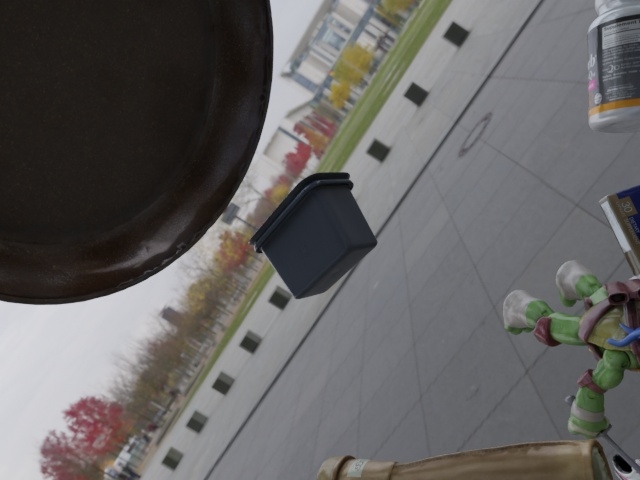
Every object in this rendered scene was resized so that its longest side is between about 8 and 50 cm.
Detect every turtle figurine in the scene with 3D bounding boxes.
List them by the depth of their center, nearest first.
[{"bbox_3d":[0.364,0.148,0.699,0.197,0.275,0.266,-58,22,8],"label":"turtle figurine"}]

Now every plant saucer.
[{"bbox_3d":[-0.149,-0.111,0.372,0.311,0.050,0.310,-30,-50,-44],"label":"plant saucer"}]

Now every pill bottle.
[{"bbox_3d":[0.611,-0.361,1.130,0.162,0.162,0.278,163,107,-83],"label":"pill bottle"}]

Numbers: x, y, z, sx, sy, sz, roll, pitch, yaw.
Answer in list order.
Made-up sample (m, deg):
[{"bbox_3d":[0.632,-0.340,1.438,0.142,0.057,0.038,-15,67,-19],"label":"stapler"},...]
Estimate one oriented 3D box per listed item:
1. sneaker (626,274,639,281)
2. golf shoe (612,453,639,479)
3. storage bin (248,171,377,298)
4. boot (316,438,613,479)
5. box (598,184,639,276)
[{"bbox_3d":[0.566,0.096,0.769,0.169,0.293,0.108,-52,8,23],"label":"sneaker"},{"bbox_3d":[0.711,0.519,1.243,0.067,0.086,0.186,-39,9,-18],"label":"golf shoe"},{"bbox_3d":[0.000,0.000,0.658,0.098,0.091,0.135,-8,-28,-49],"label":"storage bin"},{"bbox_3d":[0.143,0.301,0.535,0.270,0.236,0.089,-15,12,32],"label":"boot"},{"bbox_3d":[0.550,-0.036,0.855,0.225,0.136,0.036,-18,-15,-5],"label":"box"}]
